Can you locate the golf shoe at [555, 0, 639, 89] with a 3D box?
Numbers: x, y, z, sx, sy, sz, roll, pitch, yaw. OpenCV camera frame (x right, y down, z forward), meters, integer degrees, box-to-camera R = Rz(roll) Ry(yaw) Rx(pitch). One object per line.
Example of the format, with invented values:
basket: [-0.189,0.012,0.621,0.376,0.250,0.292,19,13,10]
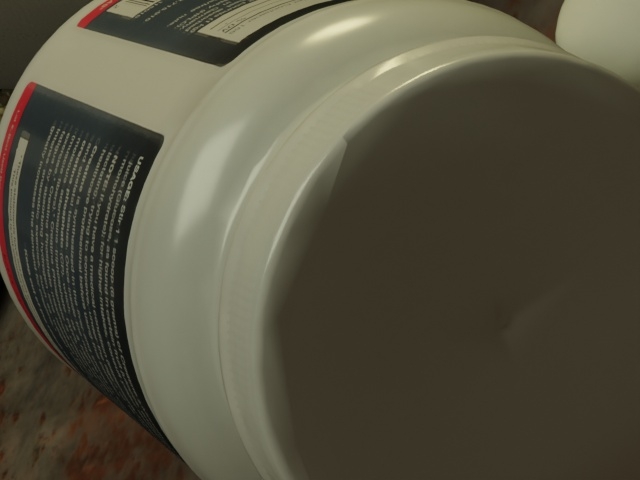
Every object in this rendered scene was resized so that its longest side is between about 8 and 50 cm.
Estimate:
golf shoe: [0.164,-0.158,0.586,0.306,0.140,0.115,-43,35,36]

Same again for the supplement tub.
supplement tub: [0.000,0.000,0.673,0.191,0.191,0.272,-64,27,-1]

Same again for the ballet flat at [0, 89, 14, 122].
ballet flat: [-0.258,-0.119,1.229,0.164,0.182,0.483,21,86,63]

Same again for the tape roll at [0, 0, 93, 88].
tape roll: [-0.134,-0.193,0.876,0.246,0.169,0.246,-179,90,-67]
